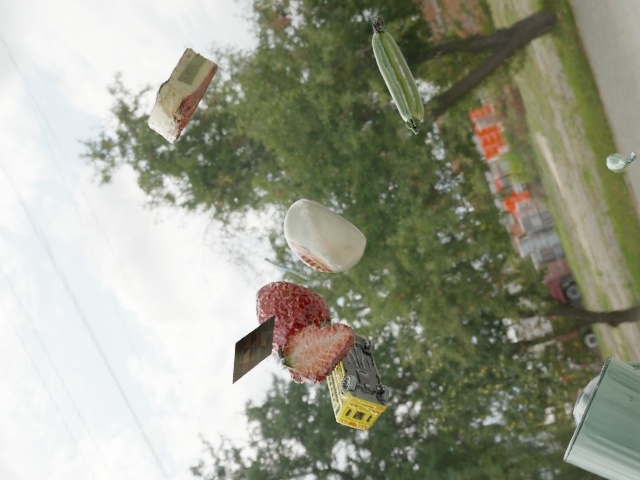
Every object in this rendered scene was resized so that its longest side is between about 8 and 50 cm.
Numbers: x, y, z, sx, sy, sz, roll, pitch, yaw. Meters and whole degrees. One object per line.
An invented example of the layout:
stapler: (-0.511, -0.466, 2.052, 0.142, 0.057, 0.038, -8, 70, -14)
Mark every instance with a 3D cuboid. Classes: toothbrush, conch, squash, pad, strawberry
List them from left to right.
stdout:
pad: (-0.190, 0.312, 2.009, 0.211, 0.003, 0.143, -32, -46, -56)
toothbrush: (-0.109, 0.093, 2.263, 0.162, 0.014, 0.017, 26, -149, -3)
strawberry: (-0.114, 0.262, 2.406, 0.276, 0.257, 0.257, 36, -178, 24)
strawberry: (0.000, 0.340, 2.069, 0.107, 0.235, 0.175, 42, -133, -64)
squash: (0.199, -0.415, 1.777, 0.080, 0.071, 0.319, 136, 115, -75)
conch: (0.984, -0.255, 2.279, 0.180, 0.088, 0.065, -65, -33, -85)

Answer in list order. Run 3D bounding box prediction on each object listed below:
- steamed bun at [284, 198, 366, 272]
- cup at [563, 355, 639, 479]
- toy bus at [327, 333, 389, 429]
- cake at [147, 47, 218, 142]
steamed bun: (0.000, 0.000, 2.252, 0.283, 0.177, 0.283, 33, 172, 5)
cup: (0.892, 0.487, 1.861, 0.401, 0.392, 0.310, -56, -25, -22)
toy bus: (0.100, 0.424, 2.184, 0.144, 0.152, 0.330, 21, -155, -20)
cake: (-0.286, -0.326, 1.477, 0.086, 0.116, 0.221, 31, -108, -15)
